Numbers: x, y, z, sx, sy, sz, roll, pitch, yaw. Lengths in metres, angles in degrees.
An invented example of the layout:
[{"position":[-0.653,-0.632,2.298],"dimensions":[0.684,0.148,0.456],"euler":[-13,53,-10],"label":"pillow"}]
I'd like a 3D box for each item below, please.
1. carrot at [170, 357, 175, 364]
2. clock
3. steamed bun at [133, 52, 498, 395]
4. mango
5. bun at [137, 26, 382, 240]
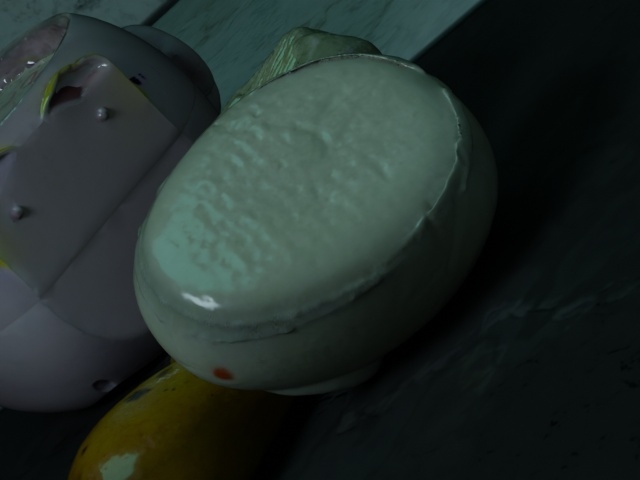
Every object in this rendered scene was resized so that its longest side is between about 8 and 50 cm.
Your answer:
[{"position":[-0.081,0.063,1.353],"dimensions":[0.048,0.048,0.139],"euler":[-31,22,43],"label":"carrot"},{"position":[-0.238,-0.014,1.588],"dimensions":[0.368,0.250,0.377],"euler":[-52,23,-18],"label":"clock"},{"position":[0.000,0.000,1.099],"dimensions":[0.228,0.130,0.177],"euler":[-41,55,-12],"label":"steamed bun"},{"position":[-0.086,0.126,1.126],"dimensions":[0.115,0.090,0.178],"euler":[-15,28,40],"label":"mango"},{"position":[-0.023,-0.041,1.302],"dimensions":[0.231,0.133,0.231],"euler":[-49,10,11],"label":"bun"}]
